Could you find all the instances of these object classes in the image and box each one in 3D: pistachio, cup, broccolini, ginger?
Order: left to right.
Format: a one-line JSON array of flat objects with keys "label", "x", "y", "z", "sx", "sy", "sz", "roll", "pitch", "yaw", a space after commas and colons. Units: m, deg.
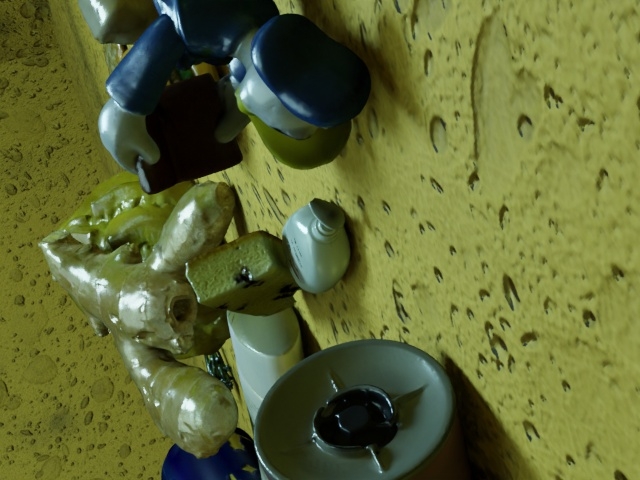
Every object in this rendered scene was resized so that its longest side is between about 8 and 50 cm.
[{"label": "pistachio", "x": -0.250, "y": -0.302, "z": 1.270, "sx": 0.185, "sy": 0.124, "sz": 0.124, "roll": -156, "pitch": 48, "yaw": -80}, {"label": "ginger", "x": -0.243, "y": 0.115, "z": 1.399, "sx": 0.348, "sy": 0.122, "sz": 0.363, "roll": -8, "pitch": 90, "yaw": 40}, {"label": "cup", "x": -0.163, "y": 0.381, "z": 1.481, "sx": 0.255, "sy": 0.178, "sz": 0.256, "roll": 39, "pitch": -179, "yaw": -31}, {"label": "broccolini", "x": -0.209, "y": 0.224, "z": 2.017, "sx": 0.074, "sy": 0.058, "sz": 0.201, "roll": 133, "pitch": 134, "yaw": -58}]

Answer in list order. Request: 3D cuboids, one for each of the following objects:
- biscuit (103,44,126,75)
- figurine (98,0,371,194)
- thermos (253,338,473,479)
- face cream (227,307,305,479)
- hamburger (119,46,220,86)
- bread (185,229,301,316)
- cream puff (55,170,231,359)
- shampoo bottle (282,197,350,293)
[{"label": "biscuit", "x": -0.415, "y": -0.379, "z": 2.006, "sx": 0.247, "sy": 0.029, "sz": 0.118, "roll": -163, "pitch": 55, "yaw": -73}, {"label": "figurine", "x": -0.091, "y": -0.148, "z": 0.751, "sx": 0.338, "sy": 0.204, "sz": 0.283, "roll": 40, "pitch": 122, "yaw": 43}, {"label": "thermos", "x": 0.065, "y": 0.223, "z": 0.763, "sx": 0.176, "sy": 0.146, "sz": 0.265, "roll": 18, "pitch": 139, "yaw": 42}, {"label": "face cream", "x": -0.054, "y": 0.209, "z": 1.282, "sx": 0.173, "sy": 0.081, "sz": 0.348, "roll": -120, "pitch": 18, "yaw": -48}, {"label": "hamburger", "x": -0.172, "y": -0.162, "z": 1.176, "sx": 0.162, "sy": 0.115, "sz": 0.162, "roll": 159, "pitch": 90, "yaw": -76}, {"label": "bread", "x": -0.060, "y": 0.039, "z": 1.016, "sx": 0.049, "sy": 0.088, "sz": 0.226, "roll": 65, "pitch": -171, "yaw": 13}, {"label": "cream puff", "x": -0.287, "y": 0.056, "z": 1.636, "sx": 0.324, "sy": 0.257, "sz": 0.291, "roll": 87, "pitch": 163, "yaw": -48}, {"label": "shampoo bottle", "x": 0.000, "y": 0.000, "z": 0.876, "sx": 0.152, "sy": 0.045, "sz": 0.077, "roll": 129, "pitch": 122, "yaw": -73}]
